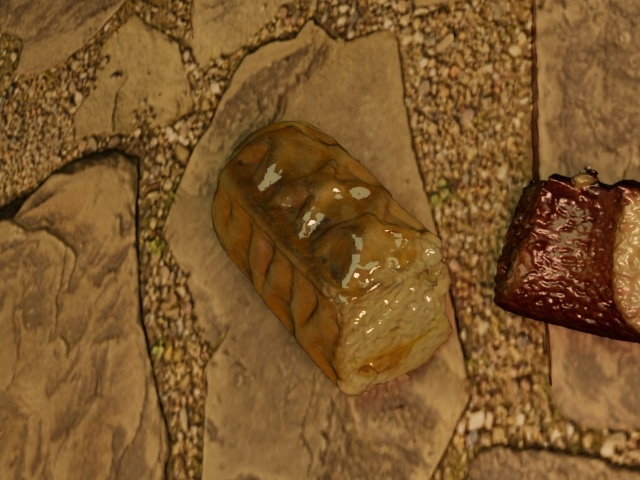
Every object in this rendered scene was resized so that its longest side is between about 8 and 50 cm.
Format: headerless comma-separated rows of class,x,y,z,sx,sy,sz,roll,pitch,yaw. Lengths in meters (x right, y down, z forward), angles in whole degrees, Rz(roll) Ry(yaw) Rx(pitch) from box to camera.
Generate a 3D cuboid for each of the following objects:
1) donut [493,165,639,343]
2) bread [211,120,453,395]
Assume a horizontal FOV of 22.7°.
donut,0.237,0.017,1.252,0.186,0.144,0.126,19,75,7
bread,0.000,0.000,1.395,0.152,0.130,0.268,-49,47,7
